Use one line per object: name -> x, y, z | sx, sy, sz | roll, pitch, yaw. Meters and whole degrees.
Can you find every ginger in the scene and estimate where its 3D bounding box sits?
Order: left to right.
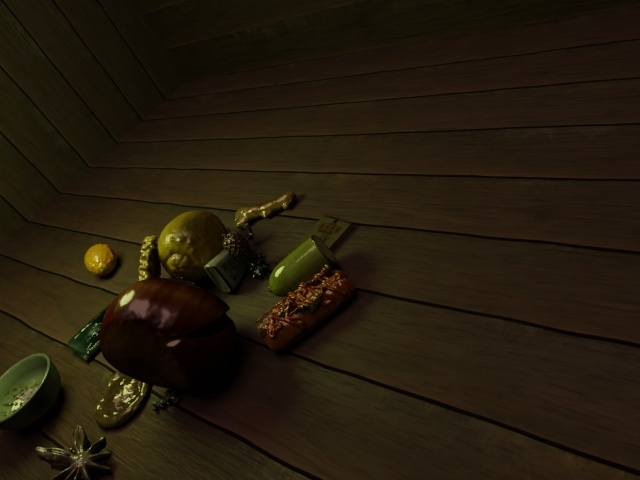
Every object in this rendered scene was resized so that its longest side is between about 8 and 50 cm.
ginger -> -0.243, -0.143, 2.096 | 0.299, 0.065, 0.117 | -22, 52, 11

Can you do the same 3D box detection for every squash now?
squash -> -0.075, 0.104, 1.657 | 0.247, 0.132, 0.132 | -39, 37, 10

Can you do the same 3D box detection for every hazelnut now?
hazelnut -> -0.465, 0.281, 1.504 | 0.410, 0.359, 0.359 | 14, 46, -3

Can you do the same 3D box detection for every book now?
book -> 0.000, 0.000, 1.812 | 0.161, 0.026, 0.231 | 19, 58, 44

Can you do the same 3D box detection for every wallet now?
wallet -> -0.901, 0.368, 1.959 | 0.160, 0.055, 0.236 | 19, 58, 36

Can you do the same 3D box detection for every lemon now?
lemon -> -1.042, 0.097, 2.280 | 0.142, 0.142, 0.187 | -32, 42, -2
lemon -> -0.498, 0.020, 1.904 | 0.286, 0.285, 0.316 | -30, 6, 0

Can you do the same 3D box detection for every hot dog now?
hot dog -> -0.053, 0.209, 1.538 | 0.349, 0.117, 0.158 | -35, 39, -7

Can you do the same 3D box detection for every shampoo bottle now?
shampoo bottle -> -0.331, 0.058, 1.863 | 0.071, 0.153, 0.284 | -8, 37, 29

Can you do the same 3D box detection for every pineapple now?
pineapple -> -0.283, 0.049, 1.789 | 0.083, 0.221, 0.103 | -36, 27, 18

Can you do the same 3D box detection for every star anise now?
star anise -> -0.737, 0.682, 1.453 | 0.199, 0.110, 0.258 | -24, 47, -34

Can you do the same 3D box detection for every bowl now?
bowl -> -1.064, 0.572, 1.756 | 0.290, 0.146, 0.289 | -19, 38, 16

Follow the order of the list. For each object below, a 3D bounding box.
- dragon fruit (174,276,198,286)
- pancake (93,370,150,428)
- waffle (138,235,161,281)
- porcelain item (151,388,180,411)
dragon fruit -> -0.516, 0.230, 1.773 | 0.182, 0.182, 0.188 | -23, 22, 8
pancake -> -0.679, 0.524, 1.646 | 0.223, 0.042, 0.236 | 5, 49, 39
waffle -> -0.669, 0.126, 1.893 | 0.062, 0.329, 0.329 | 0, 38, -10
porcelain item -> -0.480, 0.505, 1.556 | 0.075, 0.021, 0.136 | 18, 58, 44
